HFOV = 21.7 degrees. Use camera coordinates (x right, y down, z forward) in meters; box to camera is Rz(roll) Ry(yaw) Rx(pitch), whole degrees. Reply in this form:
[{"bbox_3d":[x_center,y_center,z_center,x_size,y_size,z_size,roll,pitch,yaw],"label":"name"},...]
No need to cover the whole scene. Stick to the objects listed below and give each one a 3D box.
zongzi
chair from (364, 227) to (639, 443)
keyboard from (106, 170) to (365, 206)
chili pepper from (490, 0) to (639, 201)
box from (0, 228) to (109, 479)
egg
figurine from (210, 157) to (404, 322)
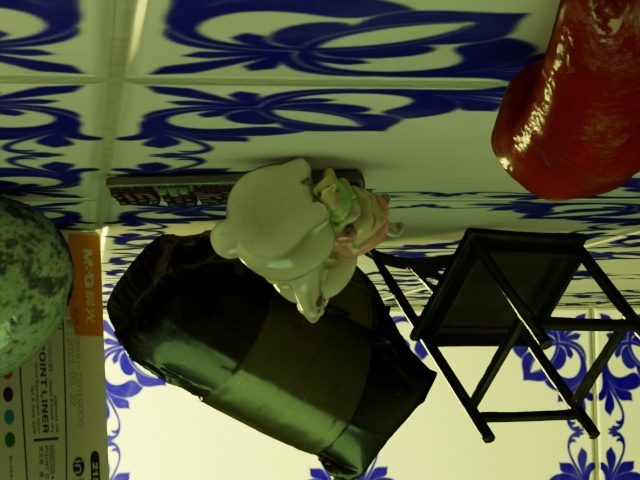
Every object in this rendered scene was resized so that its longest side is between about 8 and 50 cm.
[{"bbox_3d":[-0.065,0.043,1.536,0.289,0.154,0.317,33,-161,-28],"label":"zongzi"},{"bbox_3d":[0.171,0.054,1.555,0.155,0.141,0.260,3,-141,-34],"label":"chair"},{"bbox_3d":[-0.054,-0.033,1.091,0.166,0.017,0.055,-1,175,3],"label":"keyboard"},{"bbox_3d":[0.104,-0.053,0.632,0.071,0.063,0.272,-13,173,-1],"label":"chili pepper"},{"bbox_3d":[-0.276,0.118,1.393,0.091,0.273,0.221,-7,175,29],"label":"box"},{"bbox_3d":[-0.242,0.032,1.167,0.172,0.132,0.132,-22,163,41],"label":"egg"},{"bbox_3d":[0.003,0.008,1.048,0.098,0.081,0.146,-8,158,20],"label":"figurine"}]
